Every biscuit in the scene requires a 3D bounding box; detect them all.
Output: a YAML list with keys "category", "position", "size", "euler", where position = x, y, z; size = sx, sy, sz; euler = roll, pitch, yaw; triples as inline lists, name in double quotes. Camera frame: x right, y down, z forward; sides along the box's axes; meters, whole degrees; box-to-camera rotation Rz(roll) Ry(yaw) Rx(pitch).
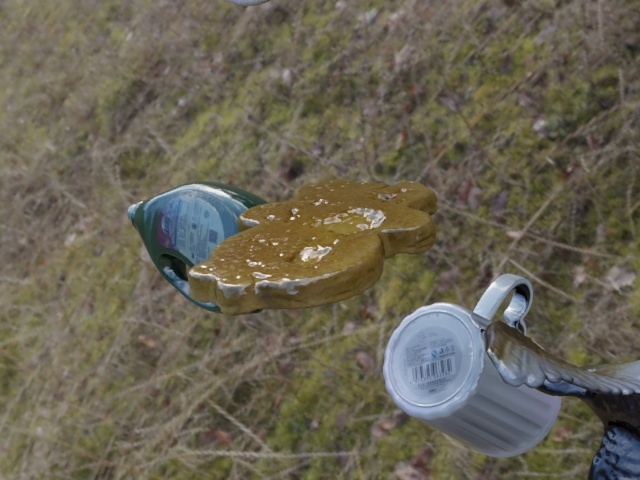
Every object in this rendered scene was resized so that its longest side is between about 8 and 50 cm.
- category: "biscuit"
  position: [0.000, 0.003, 0.748]
  size: [0.184, 0.035, 0.249]
  euler: [3, 23, 26]

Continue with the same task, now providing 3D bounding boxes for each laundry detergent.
- category: "laundry detergent"
  position: [-0.135, 0.001, 0.954]
  size: [0.211, 0.063, 0.137]
  euler: [14, 110, 39]

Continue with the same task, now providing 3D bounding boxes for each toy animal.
- category: "toy animal"
  position: [0.216, 0.117, 0.612]
  size: [0.160, 0.272, 0.197]
  euler: [-21, 22, 7]

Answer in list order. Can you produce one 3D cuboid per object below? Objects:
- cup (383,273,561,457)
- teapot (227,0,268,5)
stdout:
- category: "cup"
  position: [0.193, 0.154, 1.160]
  size: [0.167, 0.202, 0.221]
  euler: [-18, 59, 33]
- category: "teapot"
  position: [0.024, -0.407, 0.912]
  size: [0.424, 0.280, 0.252]
  euler: [-38, 3, 24]
